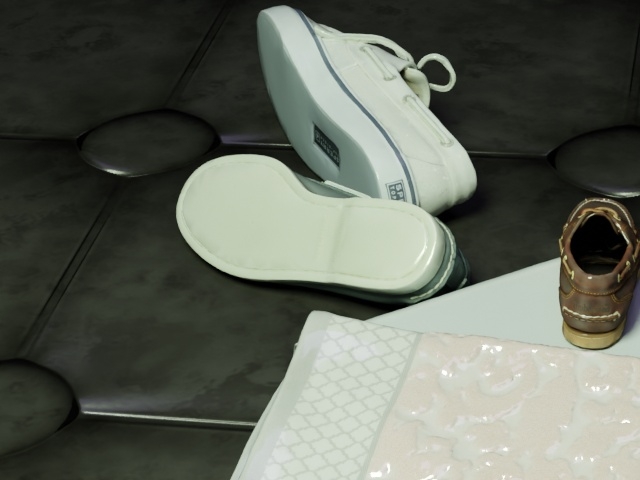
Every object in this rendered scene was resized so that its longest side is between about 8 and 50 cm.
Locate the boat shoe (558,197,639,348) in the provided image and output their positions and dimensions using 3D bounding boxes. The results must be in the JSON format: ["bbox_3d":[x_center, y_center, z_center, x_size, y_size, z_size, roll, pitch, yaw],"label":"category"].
[{"bbox_3d":[0.239,0.009,1.693,0.073,0.073,0.207,0,28,8],"label":"boat shoe"}]

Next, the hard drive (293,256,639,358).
[{"bbox_3d":[0.187,0.101,1.656,0.353,0.047,0.233,-18,33,-22],"label":"hard drive"}]

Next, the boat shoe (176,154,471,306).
[{"bbox_3d":[0.000,0.000,1.840,0.319,0.116,0.099,13,-10,39],"label":"boat shoe"}]

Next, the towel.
[{"bbox_3d":[0.086,0.190,1.438,0.317,0.053,0.332,8,45,20],"label":"towel"}]

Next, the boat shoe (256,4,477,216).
[{"bbox_3d":[0.059,-0.141,2.008,0.156,0.136,0.367,-14,34,-17],"label":"boat shoe"}]
